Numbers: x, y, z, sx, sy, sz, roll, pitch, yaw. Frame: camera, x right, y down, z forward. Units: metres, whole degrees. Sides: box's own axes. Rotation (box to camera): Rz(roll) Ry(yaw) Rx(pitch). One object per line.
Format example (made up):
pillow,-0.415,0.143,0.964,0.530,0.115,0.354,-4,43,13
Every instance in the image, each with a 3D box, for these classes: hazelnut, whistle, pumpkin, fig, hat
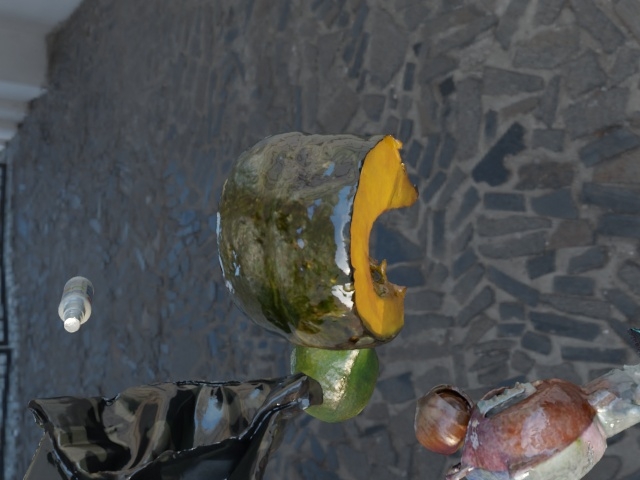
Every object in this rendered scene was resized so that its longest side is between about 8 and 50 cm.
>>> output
hazelnut,0.157,0.228,0.979,0.086,0.086,0.086,-3,87,51
whistle,0.297,0.194,0.875,0.346,0.142,0.134,-27,72,1
pumpkin,0.000,0.000,1.079,0.225,0.256,0.303,-3,77,29
fig,0.056,0.244,1.560,0.235,0.203,0.203,-41,58,40
hat,-0.178,0.311,0.905,0.366,0.257,0.382,-4,60,15

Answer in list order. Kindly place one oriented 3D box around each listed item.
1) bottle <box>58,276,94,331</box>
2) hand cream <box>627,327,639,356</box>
bottle,-0.452,0.120,1.418,0.217,0.060,0.060,-137,55,-72
hand cream,0.562,0.174,1.060,0.270,0.061,0.120,-4,120,58
